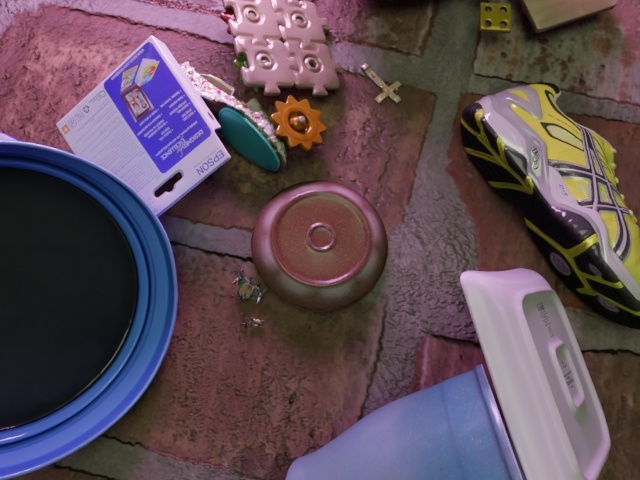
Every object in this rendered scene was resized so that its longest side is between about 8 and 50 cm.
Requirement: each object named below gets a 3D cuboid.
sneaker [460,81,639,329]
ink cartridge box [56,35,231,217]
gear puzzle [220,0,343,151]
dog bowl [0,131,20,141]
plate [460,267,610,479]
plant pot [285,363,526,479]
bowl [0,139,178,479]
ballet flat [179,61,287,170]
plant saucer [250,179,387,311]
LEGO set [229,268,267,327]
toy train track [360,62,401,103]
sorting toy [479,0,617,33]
[{"bbox_3d":[0.354,-0.060,0.736,0.147,0.145,0.384,-31,80,-5],"label":"sneaker"},{"bbox_3d":[-0.249,-0.141,0.779,0.206,0.045,0.208,-34,84,17],"label":"ink cartridge box"},{"bbox_3d":[-0.059,-0.283,0.826,0.176,0.044,0.338,-7,74,-31],"label":"gear puzzle"},{"bbox_3d":[-0.460,-0.019,0.678,0.104,0.265,0.264,15,76,39],"label":"dog bowl"},{"bbox_3d":[0.269,0.160,0.635,0.045,0.277,0.277,-24,75,32],"label":"plate"},{"bbox_3d":[0.106,0.306,0.612,0.256,0.272,0.271,-19,78,12],"label":"plant pot"},{"bbox_3d":[-0.363,0.079,0.638,0.077,0.391,0.390,13,74,49],"label":"bowl"},{"bbox_3d":[-0.137,-0.195,0.811,0.241,0.091,0.077,33,58,4],"label":"ballet flat"},{"bbox_3d":[0.000,0.000,0.775,0.199,0.036,0.198,1,73,-4],"label":"plant saucer"},{"bbox_3d":[-0.103,0.082,0.780,0.054,0.023,0.083,5,91,5],"label":"LEGO set"},{"bbox_3d":[0.094,-0.246,0.848,0.048,0.014,0.083,-41,79,-7],"label":"toy train track"},{"bbox_3d":[0.359,-0.390,0.856,0.275,0.046,0.132,-19,78,-3],"label":"sorting toy"}]
